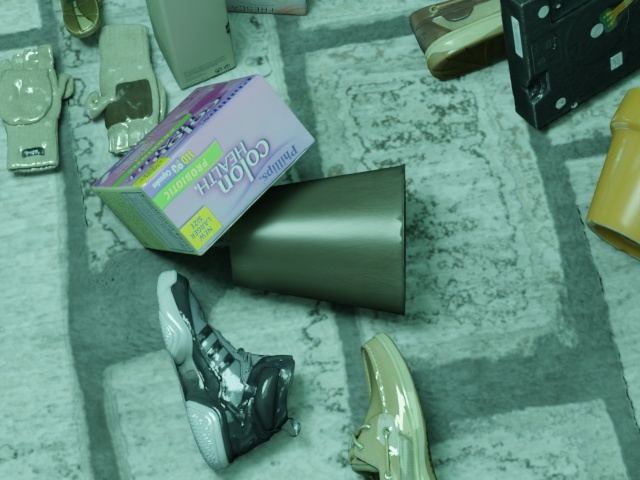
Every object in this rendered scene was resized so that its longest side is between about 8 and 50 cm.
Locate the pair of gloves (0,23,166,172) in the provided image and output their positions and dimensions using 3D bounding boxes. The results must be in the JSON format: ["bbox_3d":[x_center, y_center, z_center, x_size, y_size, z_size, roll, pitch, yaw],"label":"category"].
[{"bbox_3d":[-0.343,-0.202,1.902,0.240,0.042,0.204,-13,69,-5],"label":"pair of gloves"}]

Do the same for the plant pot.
[{"bbox_3d":[0.456,-0.073,1.772,0.205,0.205,0.188,29,87,12],"label":"plant pot"}]

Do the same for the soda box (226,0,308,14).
[{"bbox_3d":[-0.108,-0.377,1.962,0.183,0.063,0.058,3,67,1],"label":"soda box"}]

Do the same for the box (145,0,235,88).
[{"bbox_3d":[-0.188,-0.334,1.829,0.094,0.275,0.113,-24,69,-9],"label":"box"}]

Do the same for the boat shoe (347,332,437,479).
[{"bbox_3d":[0.084,0.265,1.670,0.098,0.109,0.302,-11,73,-5],"label":"boat shoe"}]

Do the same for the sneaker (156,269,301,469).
[{"bbox_3d":[-0.116,0.152,1.724,0.153,0.101,0.268,-17,74,-7],"label":"sneaker"}]

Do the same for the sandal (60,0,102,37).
[{"bbox_3d":[-0.347,-0.353,1.957,0.072,0.049,0.180,-17,49,7],"label":"sandal"}]

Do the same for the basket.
[{"bbox_3d":[0.000,0.000,1.761,0.227,0.154,0.204,-1,77,4],"label":"basket"}]

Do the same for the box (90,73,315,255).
[{"bbox_3d":[-0.160,-0.099,1.738,0.213,0.243,0.117,-45,109,-16],"label":"box"}]

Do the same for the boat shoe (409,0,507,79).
[{"bbox_3d":[0.292,-0.354,1.923,0.342,0.123,0.123,-25,70,-3],"label":"boat shoe"}]

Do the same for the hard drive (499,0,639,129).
[{"bbox_3d":[0.408,-0.330,1.847,0.339,0.237,0.064,-31,49,-11],"label":"hard drive"}]
